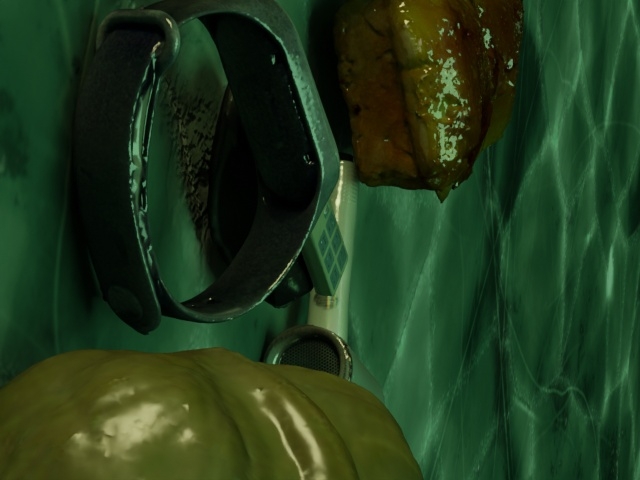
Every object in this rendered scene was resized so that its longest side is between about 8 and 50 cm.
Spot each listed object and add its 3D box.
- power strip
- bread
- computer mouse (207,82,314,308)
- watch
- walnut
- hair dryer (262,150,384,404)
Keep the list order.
[{"bbox_3d":[0.000,0.000,1.250,0.090,0.016,0.040,71,31,-45],"label":"power strip"},{"bbox_3d":[0.115,-0.151,1.554,0.380,0.109,0.185,-40,118,-68],"label":"bread"},{"bbox_3d":[-0.046,-0.037,1.238,0.106,0.062,0.192,-59,143,-48],"label":"computer mouse"},{"bbox_3d":[-0.074,-0.055,1.088,0.193,0.068,0.206,-40,125,-40],"label":"watch"},{"bbox_3d":[-0.074,0.193,0.913,0.253,0.282,0.277,179,-78,-70],"label":"walnut"},{"bbox_3d":[0.007,0.041,1.425,0.131,0.073,0.236,50,38,-65],"label":"hair dryer"}]
